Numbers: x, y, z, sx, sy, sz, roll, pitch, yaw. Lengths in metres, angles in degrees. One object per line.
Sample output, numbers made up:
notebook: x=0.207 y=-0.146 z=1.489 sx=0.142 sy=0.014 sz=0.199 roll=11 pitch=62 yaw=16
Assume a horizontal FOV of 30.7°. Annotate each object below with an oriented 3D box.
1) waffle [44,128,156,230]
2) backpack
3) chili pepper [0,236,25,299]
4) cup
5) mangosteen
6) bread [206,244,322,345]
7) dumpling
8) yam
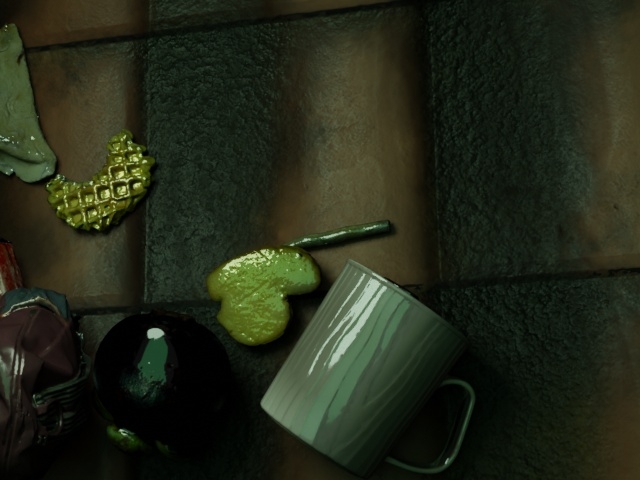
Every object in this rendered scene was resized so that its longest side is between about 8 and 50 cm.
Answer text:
waffle: x=-0.378 y=-0.101 z=2.006 sx=0.194 sy=0.051 sz=0.149 roll=-45 pitch=72 yaw=-1
backpack: x=-0.447 y=0.228 z=1.766 sx=0.197 sy=0.317 sz=0.283 roll=6 pitch=98 yaw=-13
chili pepper: x=-0.554 y=0.135 z=1.957 sx=0.144 sy=0.136 sz=0.252 roll=-17 pitch=78 yaw=-23
cup: x=0.086 y=0.207 z=1.754 sx=0.273 sy=0.288 sz=0.208 roll=-55 pitch=35 yaw=-4
mangosteen: x=-0.249 y=0.223 z=1.806 sx=0.243 sy=0.243 sz=0.243 roll=-3 pitch=74 yaw=12
bread: x=-0.082 y=0.088 z=1.882 sx=0.188 sy=0.065 sz=0.149 roll=-19 pitch=82 yaw=5
dumpling: x=-0.585 y=-0.239 z=2.078 sx=0.166 sy=0.086 sz=0.332 roll=-23 pitch=67 yaw=4
yam: x=0.000 y=0.000 z=1.898 sx=0.234 sy=0.027 sz=0.029 roll=-14 pitch=37 yaw=10
